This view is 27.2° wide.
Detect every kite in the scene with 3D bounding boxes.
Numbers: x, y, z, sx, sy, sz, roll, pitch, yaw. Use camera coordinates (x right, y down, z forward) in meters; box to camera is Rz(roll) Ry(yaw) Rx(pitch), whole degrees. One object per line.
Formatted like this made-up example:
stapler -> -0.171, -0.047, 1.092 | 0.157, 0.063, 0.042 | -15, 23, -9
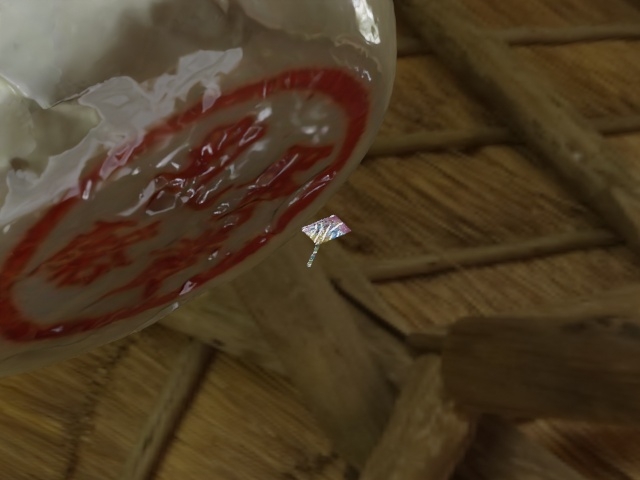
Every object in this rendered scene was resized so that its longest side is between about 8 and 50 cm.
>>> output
kite -> 0.006, -0.001, 1.162 | 0.044, 0.078, 0.002 | -11, -58, 1

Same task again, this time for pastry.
pastry -> -0.087, -0.050, 0.494 | 0.265, 0.265, 0.133 | -22, -109, -34
